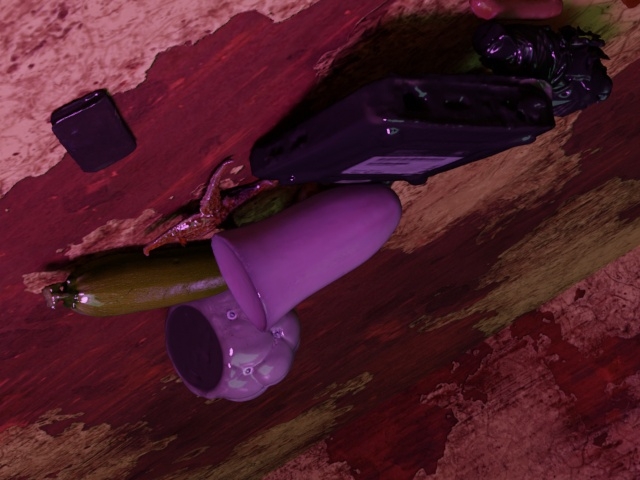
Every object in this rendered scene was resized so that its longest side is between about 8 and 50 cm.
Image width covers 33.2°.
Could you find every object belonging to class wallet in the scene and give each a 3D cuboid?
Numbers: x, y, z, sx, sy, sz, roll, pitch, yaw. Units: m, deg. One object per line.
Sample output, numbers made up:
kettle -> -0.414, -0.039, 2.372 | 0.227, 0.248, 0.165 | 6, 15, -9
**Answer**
wallet -> -0.283, -0.133, 1.343 | 0.082, 0.018, 0.156 | -26, 160, -3

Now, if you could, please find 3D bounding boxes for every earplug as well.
earplug -> 0.000, 0.000, 1.700 | 0.301, 0.172, 0.172 | -28, 161, -17

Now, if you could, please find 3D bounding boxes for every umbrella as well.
umbrella -> 0.314, -0.265, 1.610 | 0.337, 0.128, 0.154 | 2, 156, -42

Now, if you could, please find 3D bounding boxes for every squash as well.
squash -> -0.279, 0.064, 1.723 | 0.379, 0.101, 0.101 | -11, 155, -47

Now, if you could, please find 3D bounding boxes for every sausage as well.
sausage -> 0.275, -0.330, 1.518 | 0.186, 0.043, 0.043 | -9, 154, -40

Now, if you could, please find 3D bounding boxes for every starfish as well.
starfish -> -0.171, -0.042, 1.658 | 0.213, 0.057, 0.238 | -25, 162, -26

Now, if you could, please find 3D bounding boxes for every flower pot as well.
flower pot -> -0.155, 0.169, 1.940 | 0.195, 0.246, 0.246 | -17, 159, -45

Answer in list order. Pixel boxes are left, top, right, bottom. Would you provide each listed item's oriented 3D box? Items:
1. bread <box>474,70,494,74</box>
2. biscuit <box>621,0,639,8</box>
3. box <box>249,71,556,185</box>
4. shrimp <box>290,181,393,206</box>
bread -> 0.210, -0.226, 1.689 | 0.157, 0.044, 0.052 | -22, 163, -13
biscuit -> 0.521, -0.408, 1.660 | 0.130, 0.019, 0.102 | -28, 160, 5
box -> 0.118, -0.149, 1.556 | 0.359, 0.091, 0.350 | -3, 169, -34
shrimp -> 0.038, -0.051, 1.888 | 0.233, 0.071, 0.365 | -23, 155, -26
